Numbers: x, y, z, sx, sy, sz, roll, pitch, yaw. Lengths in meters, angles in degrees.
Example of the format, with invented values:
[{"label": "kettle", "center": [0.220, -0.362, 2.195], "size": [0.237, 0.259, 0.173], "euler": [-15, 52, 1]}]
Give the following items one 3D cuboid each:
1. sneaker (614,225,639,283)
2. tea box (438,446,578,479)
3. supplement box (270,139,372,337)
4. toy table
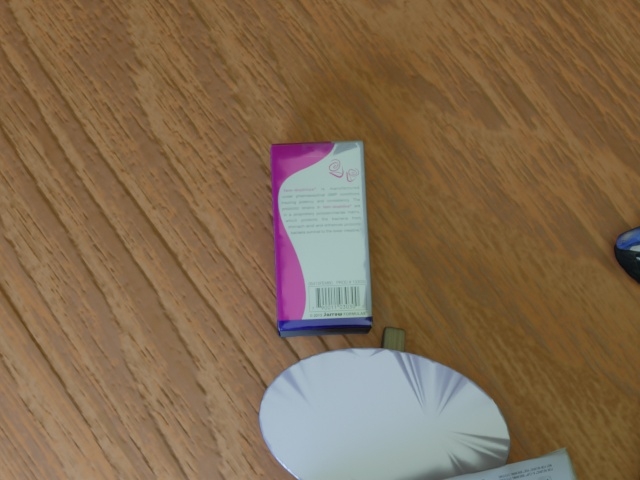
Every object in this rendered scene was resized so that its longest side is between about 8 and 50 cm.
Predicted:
[{"label": "sneaker", "center": [0.508, -0.046, 1.648], "size": [0.330, 0.130, 0.147], "euler": [-21, 55, 4]}, {"label": "tea box", "center": [0.141, 0.429, 1.389], "size": [0.329, 0.220, 0.323], "euler": [-15, 56, 5]}, {"label": "supplement box", "center": [0.000, 0.000, 1.617], "size": [0.111, 0.114, 0.220], "euler": [-2, 82, -1]}, {"label": "toy table", "center": [0.068, 0.215, 1.559], "size": [0.274, 0.161, 0.252], "euler": [21, 80, 1]}]
